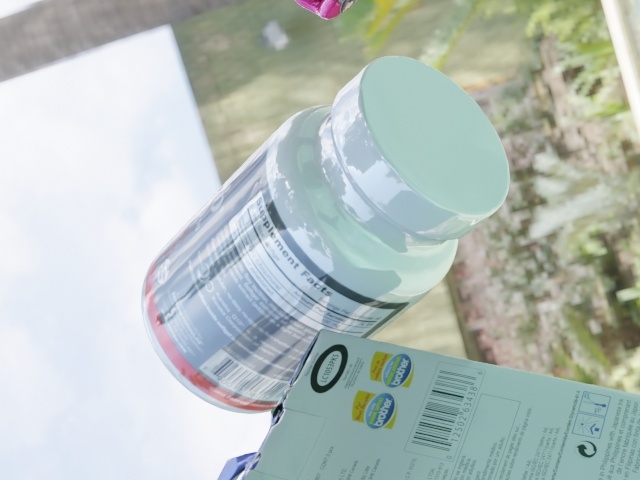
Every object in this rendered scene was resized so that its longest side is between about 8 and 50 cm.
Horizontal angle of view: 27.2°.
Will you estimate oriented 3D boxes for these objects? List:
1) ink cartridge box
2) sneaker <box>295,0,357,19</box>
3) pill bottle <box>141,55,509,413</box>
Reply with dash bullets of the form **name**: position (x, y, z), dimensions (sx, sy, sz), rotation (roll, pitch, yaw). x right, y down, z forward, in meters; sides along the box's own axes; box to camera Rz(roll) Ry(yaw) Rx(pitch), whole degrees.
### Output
- **ink cartridge box**: position (0.082, 0.230, 1.069), dimensions (0.270, 0.395, 0.151), rotation (-61, -25, -44)
- **sneaker**: position (-0.025, -0.264, 0.981), dimensions (0.121, 0.112, 0.299), rotation (38, -177, 36)
- **pill bottle**: position (0.000, 0.000, 1.270), dimensions (0.210, 0.363, 0.210), rotation (24, -136, -26)
